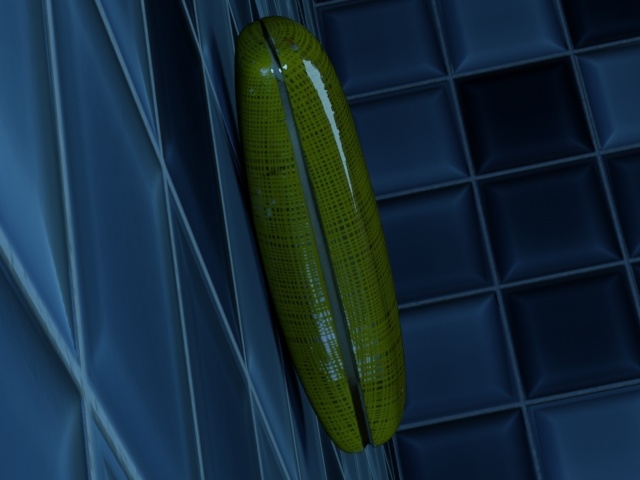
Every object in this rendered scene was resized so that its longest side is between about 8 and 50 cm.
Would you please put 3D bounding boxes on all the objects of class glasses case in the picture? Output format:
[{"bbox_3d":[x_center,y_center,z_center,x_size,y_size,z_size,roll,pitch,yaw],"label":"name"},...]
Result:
[{"bbox_3d":[0.000,0.000,1.007,0.079,0.064,0.234,-112,-172,-65],"label":"glasses case"}]
